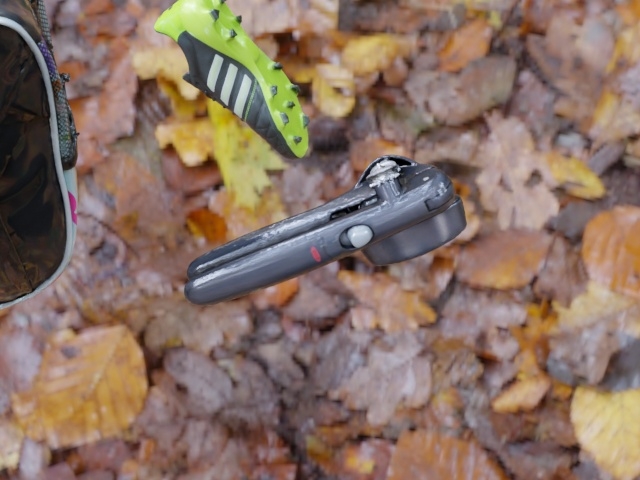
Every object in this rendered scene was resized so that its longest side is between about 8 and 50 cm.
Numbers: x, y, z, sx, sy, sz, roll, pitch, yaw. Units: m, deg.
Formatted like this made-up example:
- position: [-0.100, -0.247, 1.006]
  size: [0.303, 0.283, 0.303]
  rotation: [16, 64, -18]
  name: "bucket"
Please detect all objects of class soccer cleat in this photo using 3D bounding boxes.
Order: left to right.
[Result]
- position: [-0.074, -0.141, 1.175]
  size: [0.072, 0.179, 0.060]
  rotation: [-19, 31, 32]
  name: "soccer cleat"

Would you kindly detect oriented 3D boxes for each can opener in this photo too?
- position: [0.000, 0.000, 0.840]
  size: [0.186, 0.073, 0.059]
  rotation: [-20, 16, 3]
  name: "can opener"

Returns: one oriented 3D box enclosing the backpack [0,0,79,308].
- position: [-0.259, -0.067, 0.805]
  size: [0.225, 0.253, 0.191]
  rotation: [-10, 44, -6]
  name: "backpack"
